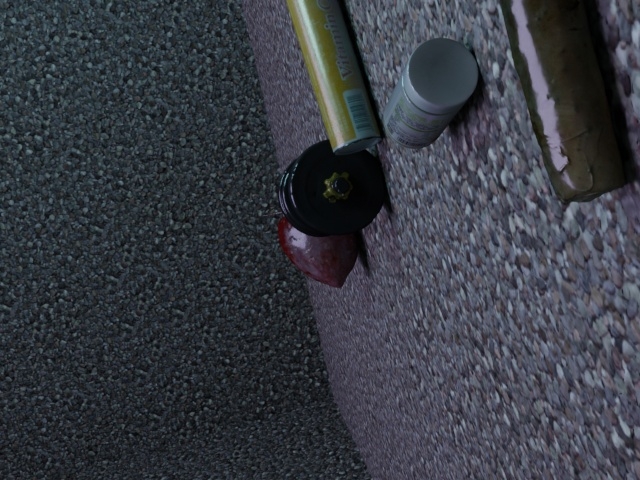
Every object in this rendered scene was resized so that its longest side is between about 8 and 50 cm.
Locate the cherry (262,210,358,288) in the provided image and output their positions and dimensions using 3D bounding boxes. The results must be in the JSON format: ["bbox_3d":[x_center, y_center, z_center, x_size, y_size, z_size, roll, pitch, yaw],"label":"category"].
[{"bbox_3d":[0.000,0.000,2.091,0.175,0.192,0.250,7,-126,-60],"label":"cherry"}]

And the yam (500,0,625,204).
[{"bbox_3d":[0.191,-0.185,0.748,0.067,0.071,0.317,-20,-84,-61],"label":"yam"}]

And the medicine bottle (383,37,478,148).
[{"bbox_3d":[0.133,-0.178,1.110,0.183,0.086,0.086,120,134,-79],"label":"medicine bottle"}]

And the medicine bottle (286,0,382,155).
[{"bbox_3d":[0.002,-0.366,1.604,0.108,0.108,0.426,123,132,-80],"label":"medicine bottle"}]

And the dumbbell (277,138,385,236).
[{"bbox_3d":[0.015,-0.099,1.778,0.388,0.185,0.185,-174,69,-83],"label":"dumbbell"}]
